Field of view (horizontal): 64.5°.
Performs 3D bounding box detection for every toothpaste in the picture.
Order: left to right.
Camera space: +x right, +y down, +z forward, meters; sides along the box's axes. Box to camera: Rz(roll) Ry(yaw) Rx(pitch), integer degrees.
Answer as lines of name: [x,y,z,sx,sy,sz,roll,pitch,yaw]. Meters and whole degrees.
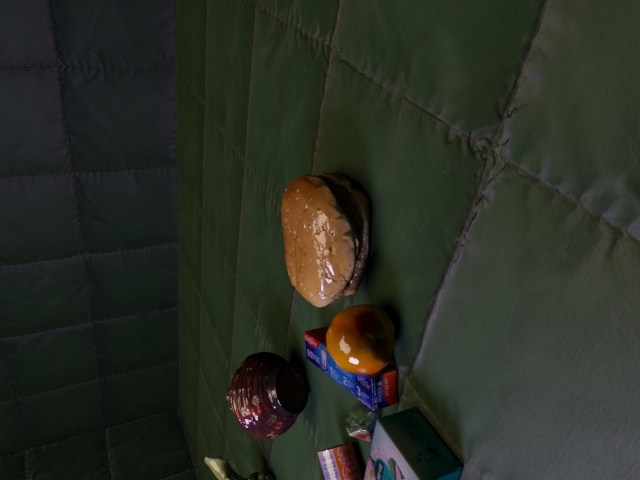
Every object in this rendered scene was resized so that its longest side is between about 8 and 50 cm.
toothpaste: [0.058,0.279,1.152,0.320,0.066,0.077,17,113,63]

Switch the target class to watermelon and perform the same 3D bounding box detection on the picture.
watermelon: [0.103,0.391,1.118,0.092,0.072,0.085,-38,42,18]

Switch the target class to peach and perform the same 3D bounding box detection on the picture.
peach: [0.077,0.192,1.000,0.138,0.138,0.138,29,123,58]

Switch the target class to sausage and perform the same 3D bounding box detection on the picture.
sausage: [0.081,0.641,1.185,0.093,0.092,0.312,-50,53,57]

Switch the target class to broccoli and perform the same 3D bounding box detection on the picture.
broccoli: [-0.258,0.913,1.882,0.254,0.186,0.302,50,-178,-46]

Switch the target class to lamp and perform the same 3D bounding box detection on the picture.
lamp: [-0.160,0.442,1.458,0.247,0.246,0.247,29,123,58]

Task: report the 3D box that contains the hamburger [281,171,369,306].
hamburger: [0.000,-0.001,1.101,0.259,0.144,0.284,25,126,57]

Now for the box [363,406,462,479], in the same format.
box: [0.162,0.463,0.961,0.153,0.092,0.245,46,136,50]
